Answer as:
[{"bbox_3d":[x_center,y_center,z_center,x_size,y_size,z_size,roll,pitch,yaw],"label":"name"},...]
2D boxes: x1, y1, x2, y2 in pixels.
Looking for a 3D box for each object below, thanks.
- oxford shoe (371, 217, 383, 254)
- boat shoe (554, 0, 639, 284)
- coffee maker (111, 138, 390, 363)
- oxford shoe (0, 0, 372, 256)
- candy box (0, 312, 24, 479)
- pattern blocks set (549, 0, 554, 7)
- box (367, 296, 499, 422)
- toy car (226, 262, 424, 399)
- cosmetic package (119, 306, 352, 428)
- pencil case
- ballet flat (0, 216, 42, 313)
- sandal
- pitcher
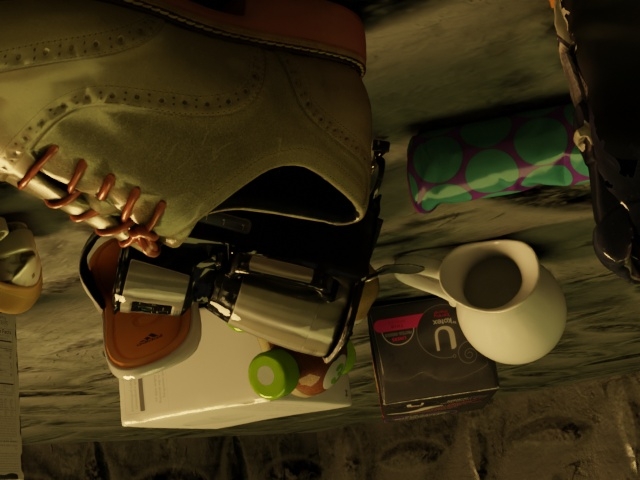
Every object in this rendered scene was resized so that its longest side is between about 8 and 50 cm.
[{"bbox_3d":[0.000,0.000,1.123,0.096,0.083,0.227,19,170,1],"label":"oxford shoe"},{"bbox_3d":[0.215,-0.045,0.736,0.127,0.158,0.340,-7,171,25],"label":"boat shoe"},{"bbox_3d":[-0.055,-0.007,0.911,0.178,0.171,0.120,16,141,-7],"label":"coffee maker"},{"bbox_3d":[-0.109,-0.057,0.609,0.348,0.130,0.123,-5,168,-33],"label":"oxford shoe"},{"bbox_3d":[-0.430,0.187,1.391,0.165,0.196,0.070,-13,165,25],"label":"candy box"},{"bbox_3d":[0.233,-0.168,0.584,0.325,0.026,0.285,3,164,-35],"label":"pattern blocks set"},{"bbox_3d":[0.158,0.173,1.757,0.165,0.143,0.270,-9,167,1],"label":"box"},{"bbox_3d":[0.020,0.072,1.298,0.188,0.149,0.155,-28,170,29],"label":"toy car"},{"bbox_3d":[-0.111,0.166,1.599,0.224,0.138,0.224,-12,166,26],"label":"cosmetic package"},{"bbox_3d":[0.141,-0.061,0.913,0.151,0.064,0.070,-9,142,13],"label":"pencil case"},{"bbox_3d":[-0.275,0.011,0.994,0.073,0.080,0.232,-26,164,12],"label":"ballet flat"},{"bbox_3d":[-0.149,0.023,1.001,0.102,0.076,0.265,-20,-157,-6],"label":"sandal"},{"bbox_3d":[0.189,0.065,1.409,0.177,0.125,0.207,10,164,25],"label":"pitcher"}]
